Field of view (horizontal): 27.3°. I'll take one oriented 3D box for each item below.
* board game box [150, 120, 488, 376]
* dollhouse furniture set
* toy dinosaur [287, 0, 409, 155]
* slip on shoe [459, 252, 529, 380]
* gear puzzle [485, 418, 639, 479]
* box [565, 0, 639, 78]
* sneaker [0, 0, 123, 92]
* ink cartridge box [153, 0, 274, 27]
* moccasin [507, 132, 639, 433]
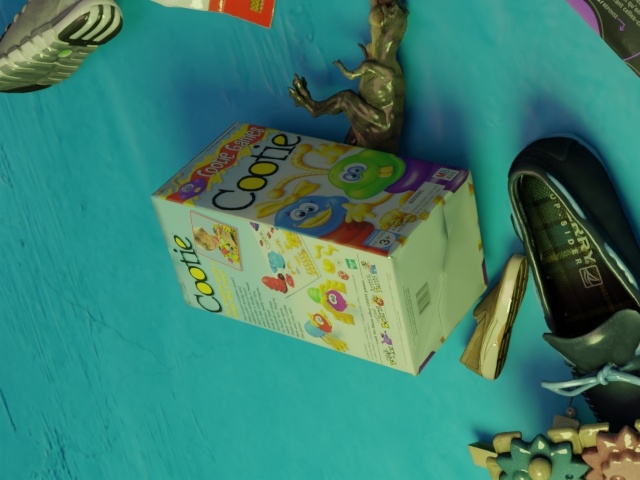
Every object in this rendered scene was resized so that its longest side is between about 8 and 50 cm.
[{"bbox_3d":[0.000,0.000,1.255,0.275,0.142,0.144,15,134,33],"label":"board game box"},{"bbox_3d":[0.195,0.194,1.283,0.114,0.091,0.081,13,95,30],"label":"dollhouse furniture set"},{"bbox_3d":[0.037,-0.114,1.291,0.118,0.064,0.268,2,109,23],"label":"toy dinosaur"},{"bbox_3d":[0.168,0.071,1.274,0.041,0.051,0.135,21,122,21],"label":"slip on shoe"},{"bbox_3d":[0.271,0.308,1.223,0.175,0.044,0.339,-9,121,23],"label":"gear puzzle"},{"bbox_3d":[0.334,-0.243,0.995,0.270,0.143,0.165,-52,58,28],"label":"box"},{"bbox_3d":[-0.302,-0.254,1.447,0.228,0.086,0.132,-22,74,40],"label":"sneaker"},{"bbox_3d":[-0.124,-0.304,1.337,0.179,0.045,0.145,23,116,26],"label":"ink cartridge box"},{"bbox_3d":[0.242,0.076,1.188,0.137,0.117,0.342,-28,89,34],"label":"moccasin"}]
